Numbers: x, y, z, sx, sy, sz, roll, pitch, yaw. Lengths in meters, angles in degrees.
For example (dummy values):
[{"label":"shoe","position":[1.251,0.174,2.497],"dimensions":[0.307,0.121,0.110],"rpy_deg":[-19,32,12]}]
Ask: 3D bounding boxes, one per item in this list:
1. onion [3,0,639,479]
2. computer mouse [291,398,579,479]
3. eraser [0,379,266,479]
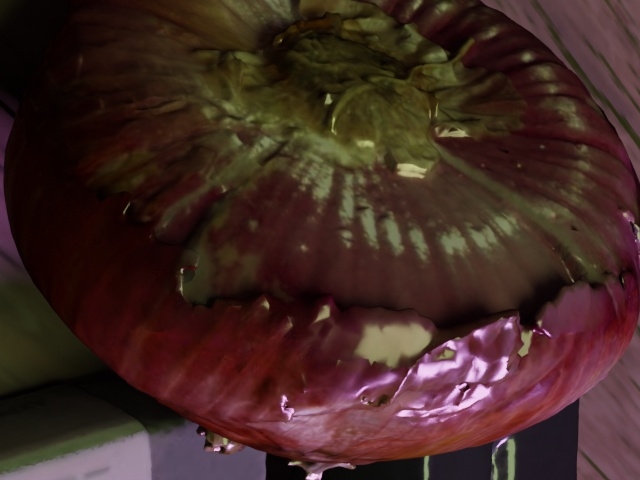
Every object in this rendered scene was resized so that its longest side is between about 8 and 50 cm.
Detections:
[{"label":"onion","position":[0.000,0.000,0.659],"dimensions":[0.230,0.230,0.163],"rpy_deg":[-25,144,-36]},{"label":"computer mouse","position":[0.046,0.103,0.805],"dimensions":[0.137,0.086,0.269],"rpy_deg":[-2,97,-52]},{"label":"eraser","position":[-0.165,0.120,0.628],"dimensions":[0.352,0.061,0.089],"rpy_deg":[-13,111,-41]}]
